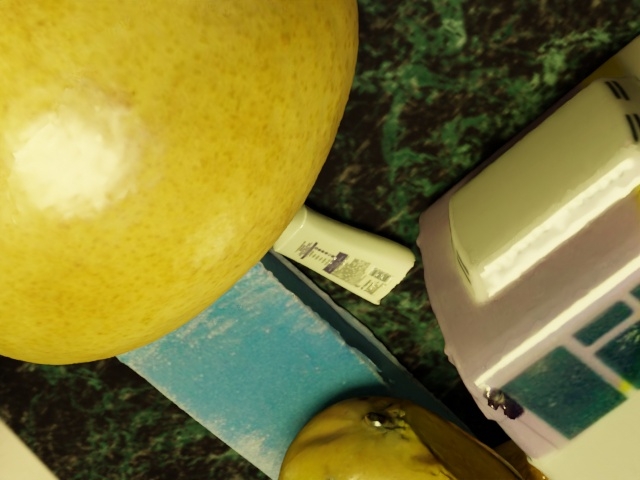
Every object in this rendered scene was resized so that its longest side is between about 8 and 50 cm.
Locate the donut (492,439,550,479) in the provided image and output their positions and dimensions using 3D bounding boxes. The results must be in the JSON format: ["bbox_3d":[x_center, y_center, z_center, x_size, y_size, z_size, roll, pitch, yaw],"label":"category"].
[{"bbox_3d":[0.205,0.215,1.279,0.181,0.078,0.146,-16,133,3],"label":"donut"}]

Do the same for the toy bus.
[{"bbox_3d":[0.276,-0.024,1.002,0.440,0.209,0.249,-40,123,22],"label":"toy bus"}]

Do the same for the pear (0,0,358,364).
[{"bbox_3d":[-0.140,-0.090,0.833,0.314,0.314,0.314,-4,130,-5],"label":"pear"}]

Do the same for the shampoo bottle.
[{"bbox_3d":[0.000,0.000,1.096,0.141,0.034,0.049,26,128,-26],"label":"shampoo bottle"}]

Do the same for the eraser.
[{"bbox_3d":[-0.009,0.126,1.192,0.144,0.042,0.312,-33,126,19],"label":"eraser"}]

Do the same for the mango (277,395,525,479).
[{"bbox_3d":[0.081,0.219,1.165,0.262,0.130,0.167,32,128,-24],"label":"mango"}]
